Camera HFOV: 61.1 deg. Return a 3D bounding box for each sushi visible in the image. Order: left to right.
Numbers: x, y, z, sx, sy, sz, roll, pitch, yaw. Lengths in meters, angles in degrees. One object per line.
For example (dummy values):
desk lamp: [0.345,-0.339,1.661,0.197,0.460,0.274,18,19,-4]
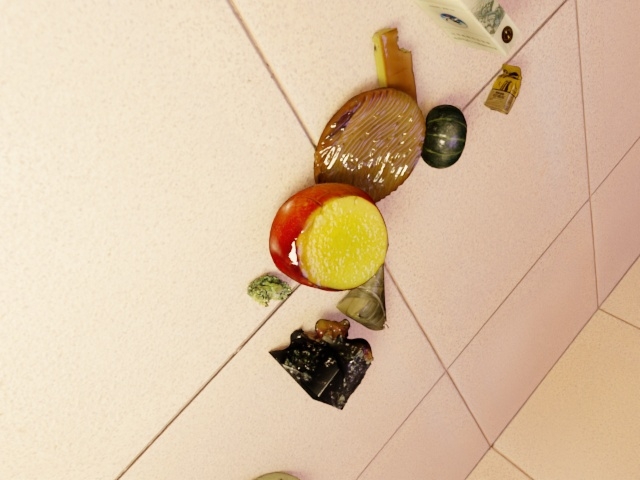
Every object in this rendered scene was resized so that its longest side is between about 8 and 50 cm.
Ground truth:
sushi: [0.035,0.320,1.453,0.212,0.215,0.227,-50,137,-8]

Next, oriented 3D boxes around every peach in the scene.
peach: [0.000,0.000,1.215,0.275,0.245,0.248,-6,78,-45]

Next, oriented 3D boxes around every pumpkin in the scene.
pumpkin: [0.317,-0.268,1.415,0.125,0.167,0.167,-1,119,-9]

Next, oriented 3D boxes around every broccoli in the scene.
broccoli: [-0.117,0.120,1.287,0.095,0.092,0.097,-50,121,-27]

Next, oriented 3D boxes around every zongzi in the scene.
zongzi: [0.164,0.153,1.573,0.205,0.094,0.204,39,77,-51]

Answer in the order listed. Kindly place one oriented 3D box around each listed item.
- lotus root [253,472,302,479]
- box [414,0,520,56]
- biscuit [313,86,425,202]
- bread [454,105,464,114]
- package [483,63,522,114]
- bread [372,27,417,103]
lotus root: [-0.148,0.781,1.622,0.235,0.138,0.118,6,105,-44]
box: [0.333,-0.531,1.257,0.257,0.164,0.069,18,103,-47]
biscuit: [0.124,-0.212,1.306,0.318,0.040,0.317,-20,134,-22]
bread: [0.375,-0.325,1.516,0.070,0.035,0.083,-48,140,-8]
package: [0.535,-0.437,1.570,0.047,0.071,0.131,13,103,-40]
bread: [0.177,-0.392,1.281,0.088,0.049,0.226,-34,133,-21]
